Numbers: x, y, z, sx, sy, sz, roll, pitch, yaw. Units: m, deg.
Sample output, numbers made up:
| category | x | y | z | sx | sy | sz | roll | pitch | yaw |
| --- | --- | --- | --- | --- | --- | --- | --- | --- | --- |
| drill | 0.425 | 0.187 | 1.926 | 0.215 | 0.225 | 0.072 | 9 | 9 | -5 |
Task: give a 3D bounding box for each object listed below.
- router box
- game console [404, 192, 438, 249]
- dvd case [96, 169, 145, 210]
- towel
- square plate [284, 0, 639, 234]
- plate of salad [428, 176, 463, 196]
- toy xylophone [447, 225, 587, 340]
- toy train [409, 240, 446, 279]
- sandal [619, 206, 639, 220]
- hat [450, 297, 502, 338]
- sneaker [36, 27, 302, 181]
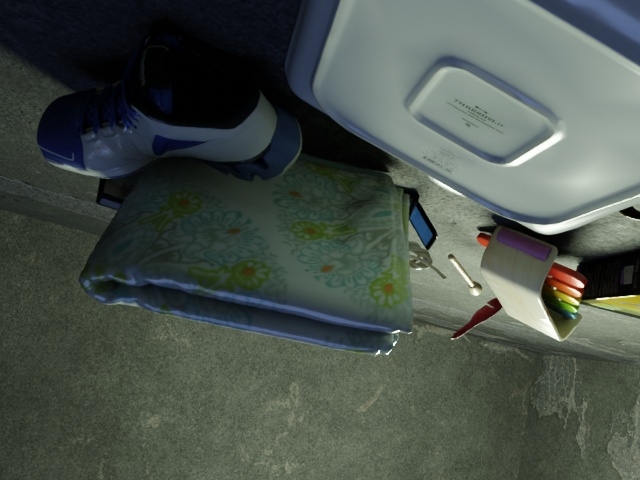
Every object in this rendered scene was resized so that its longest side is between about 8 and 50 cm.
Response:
| category | x | y | z | sx | sy | sz | roll | pitch | yaw |
| --- | --- | --- | --- | --- | --- | --- | --- | --- | --- |
| router box | 0.660 | 0.102 | 1.015 | 0.309 | 0.081 | 0.243 | 14 | 169 | -4 |
| game console | 0.140 | -0.032 | 0.962 | 0.107 | 0.071 | 0.122 | 5 | 168 | 4 |
| dvd case | -0.203 | -0.085 | 0.869 | 0.253 | 0.180 | 0.022 | 20 | 133 | -30 |
| towel | -0.064 | -0.018 | 0.737 | 0.375 | 0.320 | 0.090 | 11 | 126 | -2 |
| square plate | 0.132 | -0.110 | 0.440 | 0.347 | 0.049 | 0.344 | 29 | 166 | -3 |
| plate of salad | 0.234 | -0.069 | 0.738 | 0.200 | 0.048 | 0.200 | 12 | 168 | 3 |
| toy xylophone | 0.374 | 0.081 | 1.073 | 0.236 | 0.081 | 0.322 | 30 | 170 | 33 |
| toy train | 0.087 | 0.004 | 0.964 | 0.248 | 0.105 | 0.143 | 34 | 172 | 0 |
| sandal | 0.373 | -0.047 | 0.659 | 0.180 | 0.049 | 0.072 | 6 | 171 | -17 |
| hat | 0.437 | 0.154 | 1.260 | 0.173 | 0.183 | 0.208 | 19 | 168 | -26 |
| sneaker | -0.190 | -0.157 | 0.639 | 0.316 | 0.127 | 0.182 | 3 | 163 | 12 |
